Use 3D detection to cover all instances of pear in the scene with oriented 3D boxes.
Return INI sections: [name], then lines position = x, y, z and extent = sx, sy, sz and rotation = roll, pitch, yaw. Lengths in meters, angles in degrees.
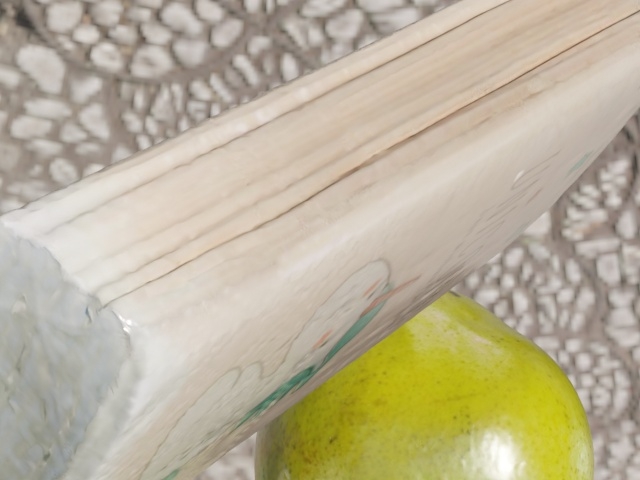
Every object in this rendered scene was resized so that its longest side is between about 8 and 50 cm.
[pear]
position = 0.081, 0.187, 1.285
extent = 0.294, 0.294, 0.294
rotation = 1, 139, 1

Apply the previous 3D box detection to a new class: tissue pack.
[tissue pack]
position = 0.000, 0.000, 0.578
extent = 0.071, 0.325, 0.170
rotation = 45, 134, 13
